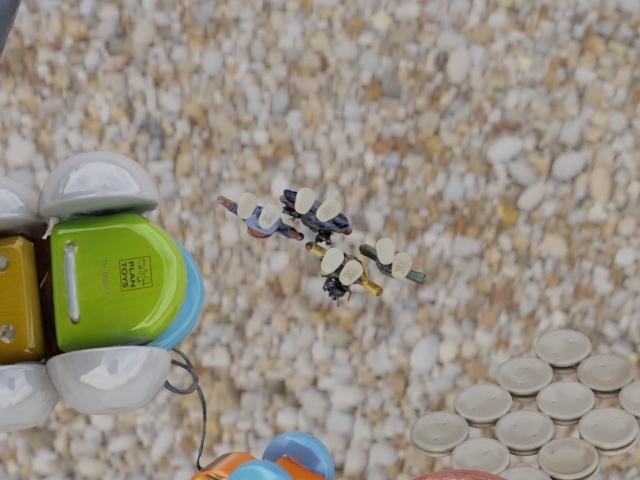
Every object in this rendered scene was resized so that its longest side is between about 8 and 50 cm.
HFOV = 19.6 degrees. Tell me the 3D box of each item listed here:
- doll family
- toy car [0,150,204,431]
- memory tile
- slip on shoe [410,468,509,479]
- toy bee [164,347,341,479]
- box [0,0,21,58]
[{"bbox_3d":[0.000,0.000,1.641,0.193,0.111,0.076,38,90,3],"label":"doll family"},{"bbox_3d":[-0.155,0.037,1.171,0.182,0.136,0.159,-12,76,23],"label":"toy car"},{"bbox_3d":[0.138,0.111,1.137,0.148,0.012,0.113,-29,40,-29],"label":"memory tile"},{"bbox_3d":[-0.002,0.157,0.726,0.123,0.331,0.101,28,65,-13],"label":"slip on shoe"},{"bbox_3d":[-0.056,0.246,1.705,0.195,0.162,0.298,-4,41,-46],"label":"toy bee"},{"bbox_3d":[-0.392,0.011,0.780,0.297,0.471,0.480,30,57,-28],"label":"box"}]
